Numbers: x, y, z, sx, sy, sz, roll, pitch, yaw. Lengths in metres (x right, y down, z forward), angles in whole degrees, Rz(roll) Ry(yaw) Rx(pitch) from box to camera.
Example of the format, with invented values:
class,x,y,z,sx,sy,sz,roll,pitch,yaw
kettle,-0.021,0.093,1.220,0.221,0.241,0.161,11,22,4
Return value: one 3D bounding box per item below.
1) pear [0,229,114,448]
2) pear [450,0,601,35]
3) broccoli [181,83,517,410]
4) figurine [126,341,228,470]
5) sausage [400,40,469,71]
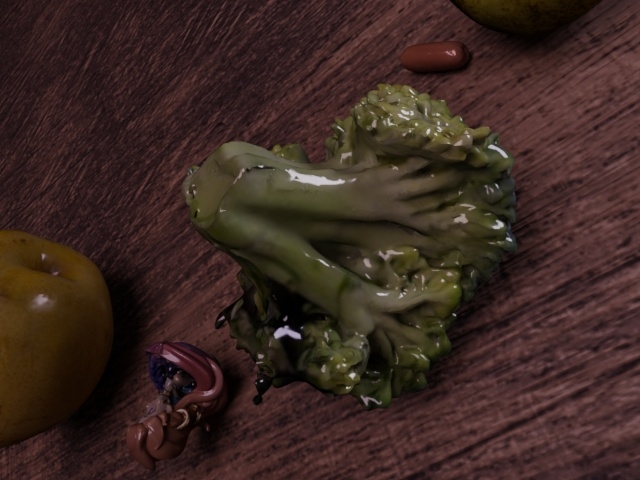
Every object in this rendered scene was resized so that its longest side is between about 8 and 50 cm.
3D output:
class,x,y,z,sx,sy,sz,roll,pitch,yaw
pear,-0.463,0.146,0.871,0.314,0.314,0.314,-14,66,34
pear,0.212,-0.306,0.573,0.197,0.197,0.197,-14,66,34
broccoli,0.007,0.002,0.550,0.348,0.281,0.293,-28,56,39
figurine,-0.176,0.206,0.734,0.126,0.114,0.157,-40,37,40
sausage,0.135,-0.217,0.694,0.083,0.034,0.034,11,81,41
